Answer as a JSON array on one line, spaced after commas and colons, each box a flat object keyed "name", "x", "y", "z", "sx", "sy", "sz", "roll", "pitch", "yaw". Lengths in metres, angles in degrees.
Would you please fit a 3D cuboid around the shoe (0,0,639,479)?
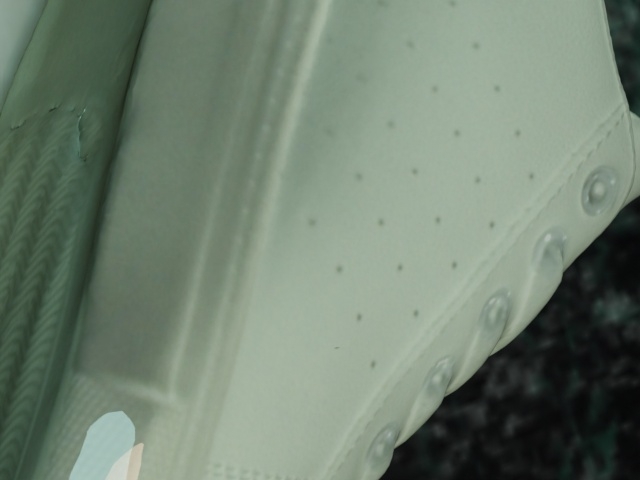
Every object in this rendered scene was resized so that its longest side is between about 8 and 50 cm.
[{"name": "shoe", "x": 0.000, "y": 0.000, "z": 0.473, "sx": 0.160, "sy": 0.132, "sz": 0.363, "roll": 23, "pitch": 74, "yaw": -25}]
